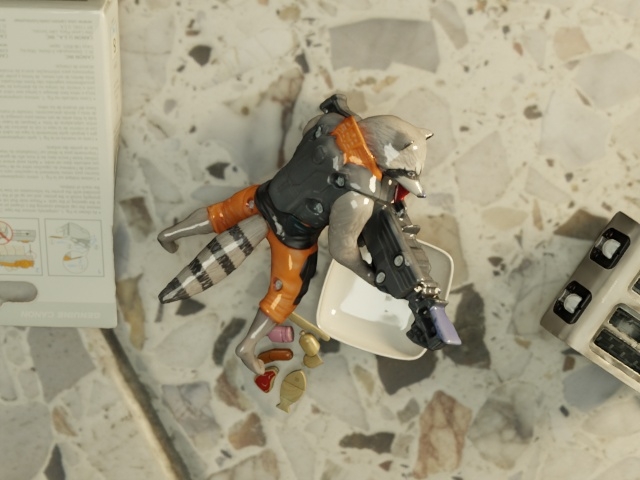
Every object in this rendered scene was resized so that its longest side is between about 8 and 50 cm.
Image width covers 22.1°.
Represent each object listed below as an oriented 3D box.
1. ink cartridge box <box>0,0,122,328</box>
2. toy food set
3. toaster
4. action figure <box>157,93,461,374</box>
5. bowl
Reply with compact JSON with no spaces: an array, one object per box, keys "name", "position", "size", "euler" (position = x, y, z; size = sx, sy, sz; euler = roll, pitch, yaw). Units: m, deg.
[{"name":"ink cartridge box","position":[-0.379,-0.092,1.857],"size":[0.308,0.091,0.385],"euler":[1,114,2]},{"name":"toy food set","position":[-0.038,0.136,1.908],"size":[0.078,0.019,0.122],"euler":[34,119,1]},{"name":"toaster","position":[0.372,0.085,1.886],"size":[0.186,0.110,0.168],"euler":[35,95,-6]},{"name":"action figure","position":[0.000,0.000,1.779],"size":[0.330,0.178,0.341],"euler":[-43,58,18]},{"name":"bowl","position":[0.073,0.058,1.900],"size":[0.142,0.053,0.142],"euler":[18,95,-4]}]
